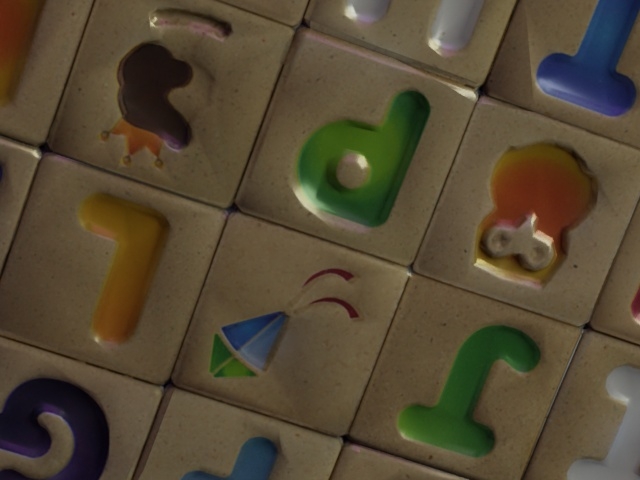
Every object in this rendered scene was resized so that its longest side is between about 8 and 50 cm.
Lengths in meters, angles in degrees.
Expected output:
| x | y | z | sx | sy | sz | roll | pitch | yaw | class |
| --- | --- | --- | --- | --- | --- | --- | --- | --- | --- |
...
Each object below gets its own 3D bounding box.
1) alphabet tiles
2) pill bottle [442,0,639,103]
| x | y | z | sx | sy | sz | roll | pitch | yaw | class |
| --- | --- | --- | --- | --- | --- | --- | --- | --- | --- |
| 0.000 | 0.000 | 0.571 | 0.285 | 0.011 | 0.342 | 19 | 103 | -11 | alphabet tiles |
| -0.041 | -0.171 | 0.635 | 0.363 | 0.210 | 0.210 | 29 | 59 | -12 | pill bottle |
